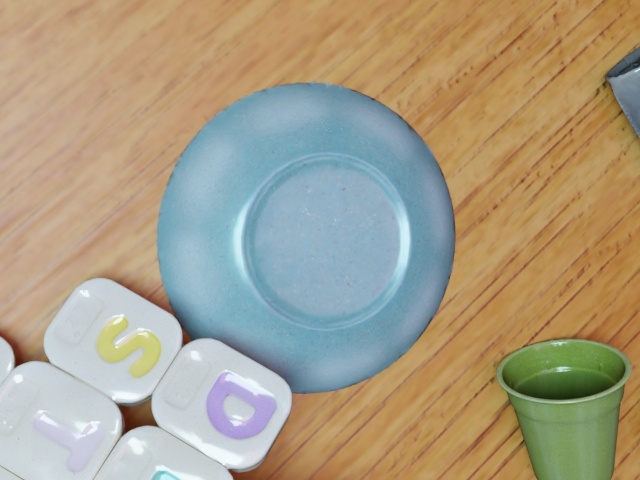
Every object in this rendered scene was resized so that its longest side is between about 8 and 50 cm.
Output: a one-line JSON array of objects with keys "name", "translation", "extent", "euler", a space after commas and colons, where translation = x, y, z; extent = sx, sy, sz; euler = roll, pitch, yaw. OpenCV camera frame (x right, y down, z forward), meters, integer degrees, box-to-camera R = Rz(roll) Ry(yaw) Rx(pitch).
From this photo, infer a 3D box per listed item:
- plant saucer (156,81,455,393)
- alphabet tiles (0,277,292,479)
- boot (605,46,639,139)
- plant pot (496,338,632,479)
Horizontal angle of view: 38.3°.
[{"name": "plant saucer", "translation": [0.000, 0.000, 0.558], "extent": [0.194, 0.037, 0.195], "euler": [-1, 93, -16]}, {"name": "alphabet tiles", "translation": [-0.140, 0.161, 0.462], "extent": [0.278, 0.021, 0.284], "euler": [30, 68, 6]}, {"name": "boot", "translation": [0.314, -0.069, 0.638], "extent": [0.189, 0.076, 0.209], "euler": [-30, 94, -15]}, {"name": "plant pot", "translation": [0.161, 0.117, 0.596], "extent": [0.083, 0.083, 0.079], "euler": [-17, 109, -15]}]
